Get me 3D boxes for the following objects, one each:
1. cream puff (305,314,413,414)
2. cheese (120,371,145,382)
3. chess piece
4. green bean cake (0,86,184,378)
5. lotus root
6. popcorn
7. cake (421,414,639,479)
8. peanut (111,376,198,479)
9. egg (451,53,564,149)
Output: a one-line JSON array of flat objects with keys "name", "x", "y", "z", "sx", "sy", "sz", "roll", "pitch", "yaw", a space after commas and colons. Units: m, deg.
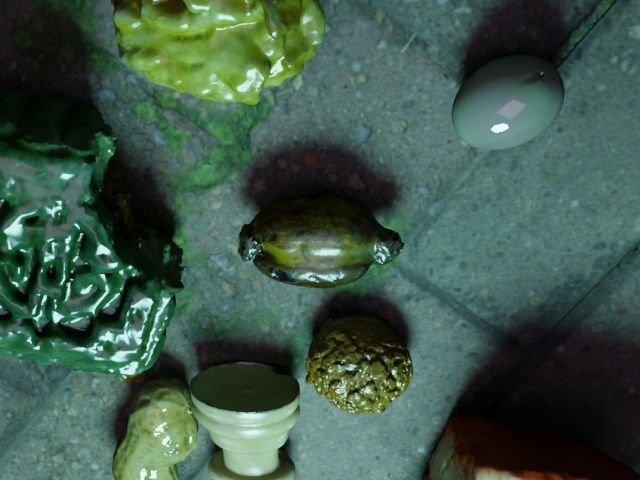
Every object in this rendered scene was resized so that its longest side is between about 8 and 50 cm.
[{"name": "cream puff", "x": 0.053, "y": 0.169, "z": 1.339, "sx": 0.144, "sy": 0.103, "sz": 0.126, "roll": 16, "pitch": 115, "yaw": -10}, {"name": "cheese", "x": -0.276, "y": 0.152, "z": 1.404, "sx": 0.047, "sy": 0.017, "sz": 0.111, "roll": -10, "pitch": 115, "yaw": 12}, {"name": "chess piece", "x": -0.102, "y": 0.329, "z": 1.431, "sx": 0.139, "sy": 0.124, "sz": 0.307, "roll": -14, "pitch": 122, "yaw": -24}, {"name": "green bean cake", "x": -0.312, "y": -0.004, "z": 1.227, "sx": 0.300, "sy": 0.169, "sz": 0.307, "roll": 12, "pitch": 110, "yaw": -15}, {"name": "lotus root", "x": 0.000, "y": 0.000, "z": 1.259, "sx": 0.210, "sy": 0.120, "sz": 0.120, "roll": 2, "pitch": 116, "yaw": 3}, {"name": "popcorn", "x": -0.139, "y": -0.277, "z": 1.107, "sx": 0.225, "sy": 0.173, "sz": 0.286, "roll": -34, "pitch": 108, "yaw": 26}, {"name": "cake", "x": 0.268, "y": 0.415, "z": 1.327, "sx": 0.270, "sy": 0.270, "sz": 0.319, "roll": 13, "pitch": 96, "yaw": -4}, {"name": "peanut", "x": -0.234, "y": 0.292, "z": 1.425, "sx": 0.098, "sy": 0.103, "sz": 0.229, "roll": -9, "pitch": 129, "yaw": -43}, {"name": "egg", "x": 0.216, "y": -0.160, "z": 1.169, "sx": 0.135, "sy": 0.103, "sz": 0.103, "roll": -26, "pitch": 111, "yaw": 18}]
